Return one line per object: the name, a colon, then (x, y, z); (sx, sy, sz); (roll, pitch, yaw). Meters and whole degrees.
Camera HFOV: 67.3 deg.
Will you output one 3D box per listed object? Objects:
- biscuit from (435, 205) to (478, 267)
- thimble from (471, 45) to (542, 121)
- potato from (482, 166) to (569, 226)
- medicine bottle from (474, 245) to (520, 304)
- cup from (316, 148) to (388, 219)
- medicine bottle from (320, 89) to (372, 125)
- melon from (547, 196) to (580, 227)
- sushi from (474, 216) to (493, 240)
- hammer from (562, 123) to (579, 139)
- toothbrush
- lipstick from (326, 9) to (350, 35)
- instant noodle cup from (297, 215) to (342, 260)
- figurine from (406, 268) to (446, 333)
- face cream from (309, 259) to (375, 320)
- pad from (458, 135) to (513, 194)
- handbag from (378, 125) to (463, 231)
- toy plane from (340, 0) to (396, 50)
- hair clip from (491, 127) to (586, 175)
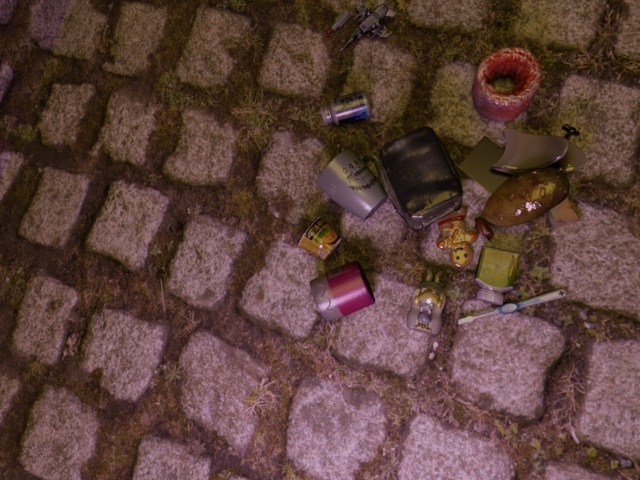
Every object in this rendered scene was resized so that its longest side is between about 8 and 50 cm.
biscuit: (0.500, -0.016, 1.773); (0.153, 0.030, 0.234); (-12, 77, 13)
thimble: (0.678, -0.568, 1.764); (0.239, 0.162, 0.239); (-1, 82, 10)
potato: (0.705, -0.150, 1.668); (0.298, 0.141, 0.176); (-27, 42, 23)
medicine bottle: (0.614, 0.126, 1.690); (0.132, 0.088, 0.188); (13, 83, 14)
cup: (0.155, -0.225, 1.831); (0.234, 0.186, 0.258); (44, 64, 8)
medicine bottle: (0.102, -0.523, 1.913); (0.192, 0.107, 0.106); (-13, 77, 10)
melon: (0.841, -0.141, 1.707); (0.098, 0.054, 0.182); (-16, 72, 5)
sushi: (0.590, -0.046, 1.748); (0.050, 0.047, 0.099); (0, 61, -30)
hammer: (0.863, -0.344, 1.754); (0.065, 0.021, 0.178); (41, 94, 17)
toothbrush: (0.669, 0.234, 1.684); (0.386, 0.040, 0.040); (-18, 77, 9)
lipstick: (0.069, -0.913, 2.030); (0.030, 0.030, 0.129); (42, 91, 16)
instant noodle cup: (0.000, 0.000, 1.832); (0.122, 0.151, 0.151); (39, 91, 6)
figurine: (0.381, 0.205, 1.701); (0.127, 0.155, 0.235); (7, 77, 28)
face cream: (0.080, 0.185, 1.758); (0.195, 0.175, 0.175); (-23, 76, 9)
pad: (0.664, -0.252, 1.789); (0.265, 0.009, 0.159); (42, 91, 15)
handbag: (0.360, -0.203, 1.718); (0.247, 0.240, 0.340); (-25, 68, 11)
toy plane: (0.182, -0.875, 1.970); (0.262, 0.088, 0.192); (-42, 101, 7)
hair clip: (0.784, -0.309, 1.716); (0.282, 0.113, 0.172); (9, 75, 44)
